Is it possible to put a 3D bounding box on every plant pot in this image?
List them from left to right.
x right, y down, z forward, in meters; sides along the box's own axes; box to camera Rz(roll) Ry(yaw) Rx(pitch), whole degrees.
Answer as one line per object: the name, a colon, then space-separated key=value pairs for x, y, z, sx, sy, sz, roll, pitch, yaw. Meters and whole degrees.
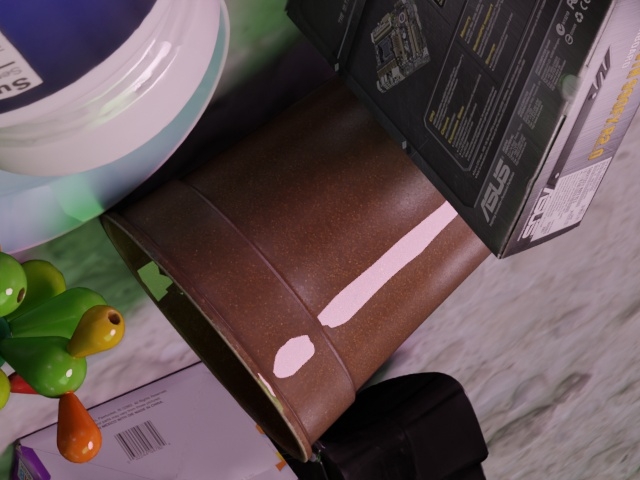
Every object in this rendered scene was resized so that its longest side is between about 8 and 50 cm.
plant pot: x=0.000 y=0.000 z=0.981 sx=0.165 sy=0.167 sz=0.167 roll=-40 pitch=154 yaw=-9

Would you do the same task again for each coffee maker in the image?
coffee maker: x=0.031 y=0.151 z=1.277 sx=0.178 sy=0.120 sz=0.171 roll=-26 pitch=121 yaw=-56

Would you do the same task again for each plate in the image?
plate: x=-0.126 y=-0.064 z=0.865 sx=0.188 sy=0.024 sz=0.188 roll=-31 pitch=153 yaw=-17

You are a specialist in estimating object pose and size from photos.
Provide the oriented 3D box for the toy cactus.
toy cactus: x=-0.188 y=0.062 z=0.889 sx=0.180 sy=0.112 sz=0.219 roll=-9 pitch=175 yaw=-13

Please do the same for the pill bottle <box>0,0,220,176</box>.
pill bottle: x=-0.129 y=-0.128 z=0.614 sx=0.153 sy=0.153 sz=0.265 roll=-38 pitch=155 yaw=-2

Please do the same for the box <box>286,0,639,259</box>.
box: x=0.078 y=-0.132 z=0.840 sx=0.056 sy=0.183 sz=0.231 roll=-21 pitch=148 yaw=-31

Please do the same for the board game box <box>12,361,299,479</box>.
board game box: x=-0.115 y=0.233 z=1.212 sx=0.144 sy=0.142 sz=0.275 roll=-22 pitch=149 yaw=-31
